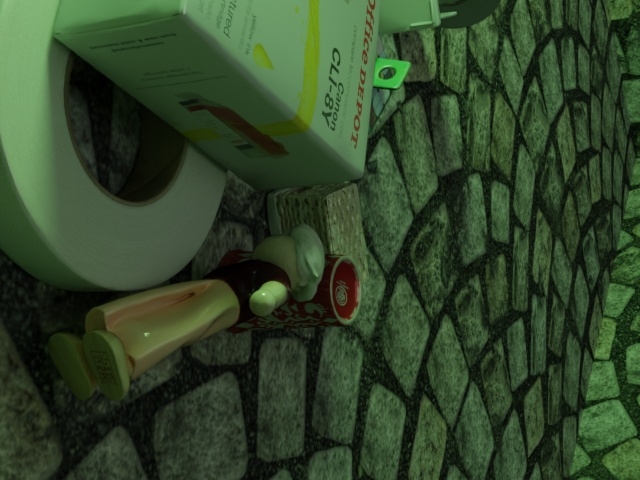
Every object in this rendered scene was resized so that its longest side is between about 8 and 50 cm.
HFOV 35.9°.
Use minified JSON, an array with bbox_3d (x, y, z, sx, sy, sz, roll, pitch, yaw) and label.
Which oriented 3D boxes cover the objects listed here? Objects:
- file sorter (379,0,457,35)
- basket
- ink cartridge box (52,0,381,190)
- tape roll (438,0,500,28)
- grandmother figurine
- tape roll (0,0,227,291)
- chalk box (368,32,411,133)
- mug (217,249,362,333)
[{"bbox_3d":[0.104,-0.475,1.583,0.173,0.192,0.278,-33,117,-62],"label":"file sorter"},{"bbox_3d":[0.000,0.000,1.446,0.113,0.103,0.167,-27,113,-58],"label":"basket"},{"bbox_3d":[-0.084,-0.257,1.098,0.384,0.160,0.279,37,56,-56],"label":"ink cartridge box"},{"bbox_3d":[0.230,-0.492,1.784,0.219,0.219,0.072,59,40,-42],"label":"tape roll"},{"bbox_3d":[-0.115,0.065,1.090,0.342,0.207,0.104,-28,112,-44],"label":"grandmother figurine"},{"bbox_3d":[-0.229,-0.139,1.064,0.392,0.072,0.392,4,85,-61],"label":"tape roll"},{"bbox_3d":[0.017,-0.230,1.375,0.132,0.213,0.132,-62,140,-43],"label":"chalk box"},{"bbox_3d":[-0.048,0.072,1.283,0.150,0.169,0.113,-33,118,-59],"label":"mug"}]
